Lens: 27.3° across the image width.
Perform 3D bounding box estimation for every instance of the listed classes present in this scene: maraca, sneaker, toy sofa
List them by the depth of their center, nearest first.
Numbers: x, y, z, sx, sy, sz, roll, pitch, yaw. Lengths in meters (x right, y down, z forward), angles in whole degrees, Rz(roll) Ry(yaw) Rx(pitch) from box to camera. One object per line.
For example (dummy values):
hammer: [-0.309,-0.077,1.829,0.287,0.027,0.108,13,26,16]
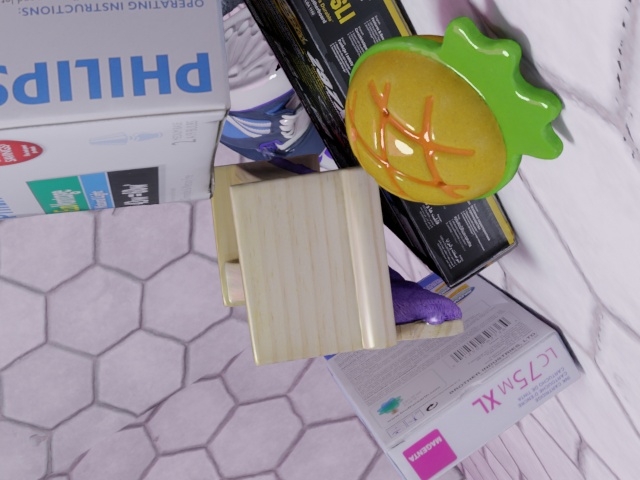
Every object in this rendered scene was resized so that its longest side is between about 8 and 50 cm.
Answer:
maraca: [0.083,-0.082,0.853,0.127,0.099,0.186,48,153,-13]
toy sofa: [0.000,0.000,1.194,0.362,0.177,0.150,-145,48,-81]
sneaker: [-0.029,-0.160,1.557,0.236,0.130,0.323,30,165,-28]

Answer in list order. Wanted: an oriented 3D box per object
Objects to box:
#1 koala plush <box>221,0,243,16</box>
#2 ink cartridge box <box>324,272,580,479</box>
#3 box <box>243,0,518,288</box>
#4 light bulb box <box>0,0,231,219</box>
koala plush: [-0.202,-0.314,1.485,0.196,0.221,0.203,59,175,-8]
ink cartridge box: [0.113,0.120,1.300,0.065,0.186,0.311,57,177,-18]
box: [0.027,-0.142,1.134,0.322,0.079,0.257,59,174,-26]
light bulb box: [-0.204,-0.225,1.063,0.358,0.225,0.361,130,134,-80]
